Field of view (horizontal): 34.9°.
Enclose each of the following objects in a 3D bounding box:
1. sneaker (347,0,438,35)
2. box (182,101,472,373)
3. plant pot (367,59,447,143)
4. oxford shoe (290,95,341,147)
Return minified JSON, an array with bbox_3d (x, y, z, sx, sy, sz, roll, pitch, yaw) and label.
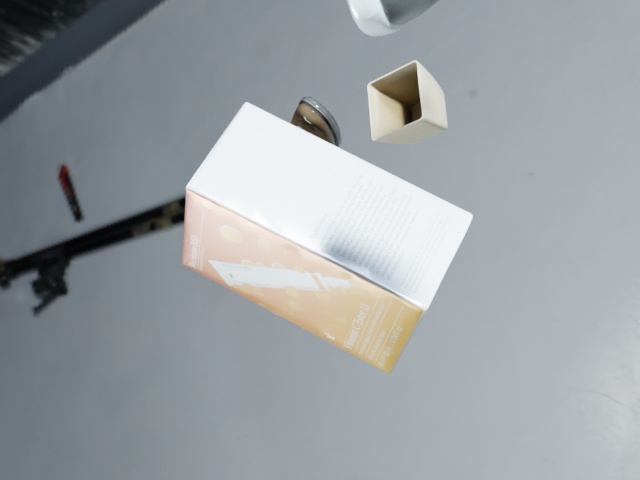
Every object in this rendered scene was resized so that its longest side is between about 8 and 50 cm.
[{"bbox_3d":[0.114,-0.222,0.641,0.146,0.296,0.105,-2,123,28],"label":"sneaker"},{"bbox_3d":[0.000,0.000,1.401,0.345,0.215,0.168,27,60,7],"label":"box"},{"bbox_3d":[0.154,-0.220,1.707,0.109,0.096,0.109,-21,64,39],"label":"plant pot"},{"bbox_3d":[-0.026,-0.141,1.574,0.083,0.227,0.096,40,68,11],"label":"oxford shoe"}]
